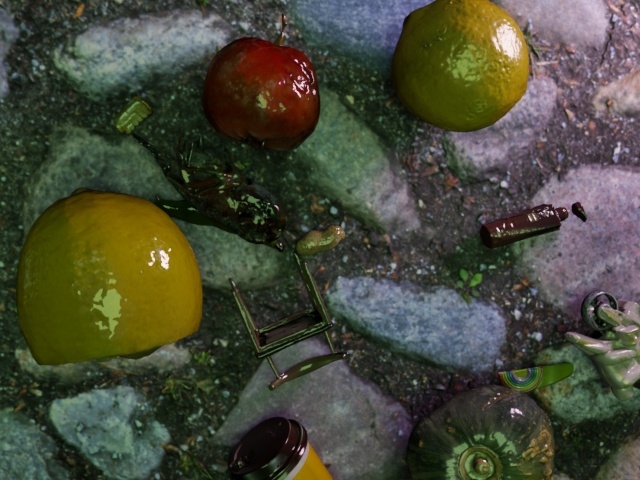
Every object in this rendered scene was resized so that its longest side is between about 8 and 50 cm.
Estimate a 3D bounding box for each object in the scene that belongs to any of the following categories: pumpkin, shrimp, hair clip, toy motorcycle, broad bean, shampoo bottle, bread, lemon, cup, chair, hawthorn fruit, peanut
[{"bbox_3d":[0.357,0.475,1.498,0.328,0.257,0.291,-24,87,2],"label":"pumpkin"},{"bbox_3d":[-0.217,-0.131,1.407,0.372,0.172,0.137,44,110,6],"label":"shrimp"},{"bbox_3d":[0.516,0.325,1.617,0.189,0.033,0.060,-10,99,-7],"label":"hair clip"},{"bbox_3d":[0.720,0.259,1.602,0.341,0.108,0.222,28,86,-18],"label":"toy motorcycle"},{"bbox_3d":[-0.208,-0.045,1.456,0.298,0.043,0.060,18,103,-11],"label":"broad bean"},{"bbox_3d":[0.485,-0.039,1.549,0.237,0.067,0.068,-18,90,-6],"label":"shampoo bottle"},{"bbox_3d":[-0.389,-0.257,1.406,0.088,0.033,0.049,-47,115,3],"label":"bread"},{"bbox_3d":[0.280,-0.354,1.379,0.293,0.293,0.292,-1,97,-9],"label":"lemon"},{"bbox_3d":[-0.059,0.531,1.485,0.196,0.196,0.279,-37,108,-3],"label":"cup"},{"bbox_3d":[-0.065,0.184,1.442,0.188,0.166,0.272,-23,100,-5],"label":"chair"},{"bbox_3d":[-0.107,-0.316,1.349,0.242,0.242,0.271,13,84,-10],"label":"hawthorn fruit"},{"bbox_3d":[-0.405,0.063,1.296,0.365,0.364,0.363,-1,97,-9],"label":"lemon"},{"bbox_3d":[0.000,0.000,1.490,0.113,0.054,0.053,-19,99,-9],"label":"peanut"}]
